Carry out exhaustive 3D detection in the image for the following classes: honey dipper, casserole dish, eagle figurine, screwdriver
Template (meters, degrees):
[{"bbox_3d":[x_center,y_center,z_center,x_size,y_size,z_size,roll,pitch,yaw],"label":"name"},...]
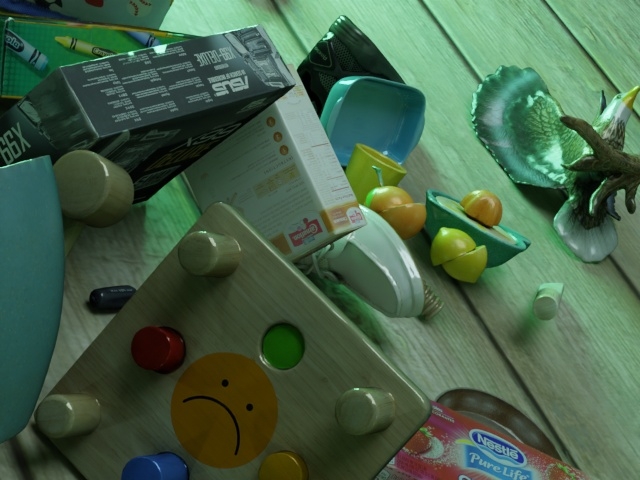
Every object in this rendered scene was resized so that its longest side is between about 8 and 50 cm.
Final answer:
[{"bbox_3d":[0.075,0.021,1.824,0.160,0.030,0.030,47,31,-5],"label":"honey dipper"},{"bbox_3d":[0.058,-0.145,1.996,0.037,0.114,0.188,27,13,36],"label":"casserole dish"},{"bbox_3d":[0.355,-0.123,2.221,0.226,0.225,0.298,68,-13,-19],"label":"eagle figurine"},{"bbox_3d":[-0.161,0.053,1.609,0.025,0.024,0.170,19,12,34],"label":"screwdriver"}]

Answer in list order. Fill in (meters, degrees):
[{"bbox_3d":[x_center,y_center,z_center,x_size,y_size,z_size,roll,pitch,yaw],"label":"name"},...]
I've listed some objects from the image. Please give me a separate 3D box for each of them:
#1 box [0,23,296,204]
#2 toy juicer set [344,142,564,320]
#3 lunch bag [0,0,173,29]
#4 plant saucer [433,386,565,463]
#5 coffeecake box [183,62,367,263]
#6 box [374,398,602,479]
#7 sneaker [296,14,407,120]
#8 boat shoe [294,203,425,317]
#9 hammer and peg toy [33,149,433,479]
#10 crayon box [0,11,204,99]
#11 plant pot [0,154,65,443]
[{"bbox_3d":[-0.201,-0.095,1.546,0.307,0.242,0.076,-23,81,-55],"label":"box"},{"bbox_3d":[0.185,-0.006,1.895,0.329,0.089,0.209,27,11,-14],"label":"toy juicer set"},{"bbox_3d":[-0.256,-0.475,1.953,0.239,0.328,0.385,19,35,-26],"label":"lunch bag"},{"bbox_3d":[0.178,0.222,1.682,0.168,0.029,0.168,23,32,-16],"label":"plant saucer"},{"bbox_3d":[-0.057,-0.066,1.688,0.068,0.142,0.185,-17,81,-56],"label":"coffeecake box"},{"bbox_3d":[0.127,0.249,1.497,0.257,0.128,0.122,26,32,-13],"label":"box"},{"bbox_3d":[0.041,-0.180,2.071,0.087,0.130,0.227,51,7,34],"label":"sneaker"},{"bbox_3d":[0.000,0.000,1.766,0.096,0.098,0.277,-24,51,-31],"label":"boat shoe"},{"bbox_3d":[-0.117,0.110,1.363,0.361,0.266,0.127,43,10,16],"label":"hammer and peg toy"},{"bbox_3d":[-0.259,-0.189,1.716,0.278,0.081,0.165,-1,11,-44],"label":"crayon box"},{"bbox_3d":[-0.314,0.070,1.235,0.290,0.290,0.195,-24,98,-55],"label":"plant pot"}]
